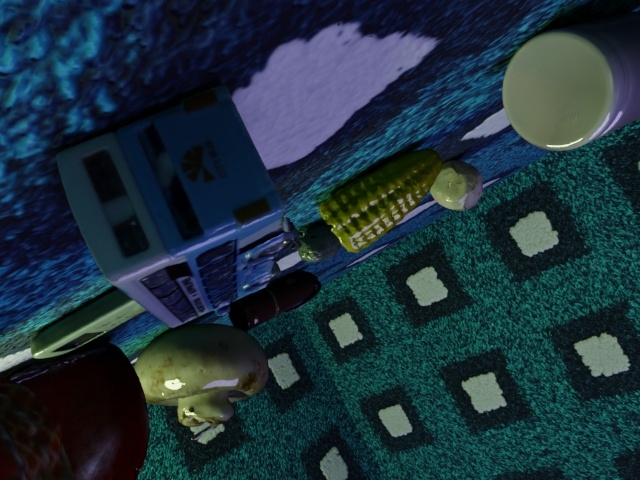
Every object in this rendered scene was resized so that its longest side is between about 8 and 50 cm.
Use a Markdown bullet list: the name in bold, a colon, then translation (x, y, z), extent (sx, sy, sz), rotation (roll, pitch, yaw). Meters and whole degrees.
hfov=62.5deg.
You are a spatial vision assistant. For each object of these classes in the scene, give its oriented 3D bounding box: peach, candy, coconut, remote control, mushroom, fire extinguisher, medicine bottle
- **peach**: translation (-0.493, 0.361, 0.926), extent (0.339, 0.353, 0.417), rotation (-27, -142, 53)
- **candy**: translation (0.100, -0.069, 0.798), extent (0.198, 0.094, 0.106), rotation (-35, 167, 3)
- **coconut**: translation (0.296, -0.116, 1.128), extent (0.110, 0.110, 0.124), rotation (-32, 168, 30)
- **remote control**: translation (-0.241, 0.073, 0.695), extent (0.309, 0.038, 0.090), rotation (-29, 173, 6)
- **mushroom**: translation (-0.318, 0.383, 1.419), extent (0.361, 0.295, 0.362), rotation (-8, 158, -3)
- **fire extinguisher**: translation (-0.127, 0.168, 1.613), extent (0.141, 0.105, 0.341), rotation (19, -150, 40)
- **medicine bottle**: translation (0.342, -0.199, 0.631), extent (0.249, 0.133, 0.133), rotation (-24, 172, -32)

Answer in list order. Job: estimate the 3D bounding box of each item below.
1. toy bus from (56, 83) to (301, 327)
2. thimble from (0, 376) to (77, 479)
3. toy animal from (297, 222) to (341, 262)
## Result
- **toy bus**: translation (-0.102, -0.002, 0.442), extent (0.130, 0.106, 0.297), rotation (-24, 171, -15)
- **thimble**: translation (-0.423, 0.310, 0.498), extent (0.350, 0.350, 0.230), rotation (-29, 172, 2)
- **toy animal**: translation (0.008, -0.006, 1.048), extent (0.079, 0.070, 0.253), rotation (5, -168, 9)
